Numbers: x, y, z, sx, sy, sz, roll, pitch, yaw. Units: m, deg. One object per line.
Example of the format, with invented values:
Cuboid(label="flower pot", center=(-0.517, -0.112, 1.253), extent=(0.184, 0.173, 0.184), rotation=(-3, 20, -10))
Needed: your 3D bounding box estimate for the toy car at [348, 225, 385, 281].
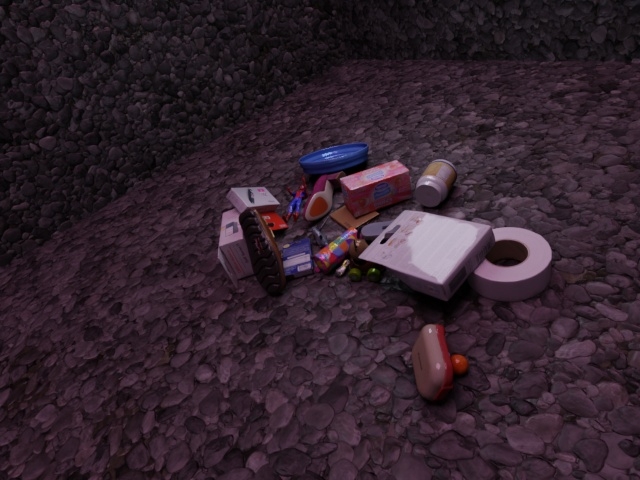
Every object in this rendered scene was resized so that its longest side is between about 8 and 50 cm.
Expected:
Cuboid(label="toy car", center=(0.171, 0.042, 1.767), extent=(0.148, 0.189, 0.155), rotation=(-2, 39, 25))

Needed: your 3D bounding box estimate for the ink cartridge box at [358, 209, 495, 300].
Cuboid(label="ink cartridge box", center=(0.373, 0.037, 1.618), extent=(0.308, 0.091, 0.384), rotation=(-43, 35, -24))

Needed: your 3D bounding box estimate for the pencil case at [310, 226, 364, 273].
Cuboid(label="pencil case", center=(0.073, 0.042, 1.896), extent=(0.236, 0.105, 0.104), rotation=(-36, 38, -22))

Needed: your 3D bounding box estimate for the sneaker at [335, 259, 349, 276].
Cuboid(label="sneaker", center=(0.095, 0.119, 1.843), extent=(0.031, 0.035, 0.083), rotation=(38, 85, 28))

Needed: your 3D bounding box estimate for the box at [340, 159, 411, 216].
Cuboid(label="box", center=(0.260, -0.247, 2.112), extent=(0.299, 0.154, 0.142), rotation=(-19, 33, -10))

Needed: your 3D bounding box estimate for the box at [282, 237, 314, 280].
Cuboid(label="box", center=(-0.101, 0.080, 1.981), extent=(0.136, 0.037, 0.225), rotation=(-16, 37, 6))

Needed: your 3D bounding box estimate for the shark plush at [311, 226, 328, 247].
Cuboid(label="shark plush", center=(0.000, 0.000, 2.011), extent=(0.073, 0.067, 0.161), rotation=(-21, 35, -2))

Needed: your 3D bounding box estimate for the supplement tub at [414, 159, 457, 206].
Cuboid(label="supplement tub", center=(0.519, -0.257, 2.029), extent=(0.144, 0.144, 0.200), rotation=(9, 45, 35))

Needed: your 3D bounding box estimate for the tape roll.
Cuboid(label="tape roll", center=(0.645, 0.077, 1.564), extent=(0.285, 0.100, 0.286), rotation=(-13, 37, 10))

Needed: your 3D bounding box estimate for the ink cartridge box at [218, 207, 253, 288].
Cuboid(label="ink cartridge box", center=(-0.360, 0.026, 2.033), extent=(0.119, 0.207, 0.354), rotation=(-18, 35, 5))

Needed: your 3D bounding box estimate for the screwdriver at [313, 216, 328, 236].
Cuboid(label="screwdriver", center=(0.004, -0.066, 2.144), extent=(0.025, 0.024, 0.170), rotation=(-32, 17, 37))

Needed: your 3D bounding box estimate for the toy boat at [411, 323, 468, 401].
Cuboid(label="toy boat", center=(0.363, 0.358, 1.327), extent=(0.151, 0.151, 0.231), rotation=(11, 37, -8))

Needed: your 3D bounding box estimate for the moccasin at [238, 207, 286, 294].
Cuboid(label="moccasin", center=(-0.237, 0.049, 1.910), extent=(0.139, 0.147, 0.380), rotation=(-32, 71, 13))

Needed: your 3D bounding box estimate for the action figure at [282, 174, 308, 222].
Cuboid(label="action figure", center=(-0.132, -0.230, 2.329), extent=(0.091, 0.139, 0.280), rotation=(-4, 36, 20))

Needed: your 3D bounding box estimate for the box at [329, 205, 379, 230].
Cuboid(label="box", center=(0.159, -0.117, 2.128), extent=(0.164, 0.021, 0.201), rotation=(-31, 36, -15))

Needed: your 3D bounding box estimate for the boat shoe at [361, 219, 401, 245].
Cuboid(label="boat shoe", center=(0.321, -0.014, 1.841), extent=(0.306, 0.105, 0.113), rotation=(-7, 41, 26))

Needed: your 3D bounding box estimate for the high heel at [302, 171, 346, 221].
Cuboid(label="high heel", center=(-0.017, -0.214, 2.292), extent=(0.181, 0.127, 0.377), rotation=(-8, 32, 45))

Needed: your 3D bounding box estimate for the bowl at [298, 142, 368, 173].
Cuboid(label="bowl", center=(0.079, -0.451, 2.482), extent=(0.390, 0.077, 0.391), rotation=(-12, 20, 5))

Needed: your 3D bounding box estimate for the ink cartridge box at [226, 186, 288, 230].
Cuboid(label="ink cartridge box", center=(-0.280, -0.152, 2.134), extent=(0.239, 0.060, 0.275), rotation=(46, 24, 14))
